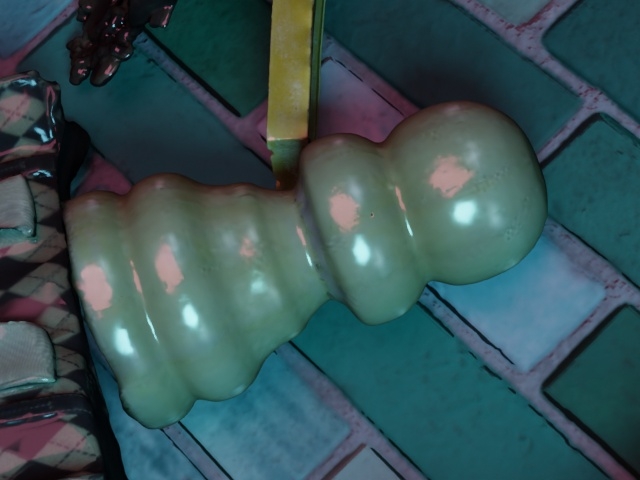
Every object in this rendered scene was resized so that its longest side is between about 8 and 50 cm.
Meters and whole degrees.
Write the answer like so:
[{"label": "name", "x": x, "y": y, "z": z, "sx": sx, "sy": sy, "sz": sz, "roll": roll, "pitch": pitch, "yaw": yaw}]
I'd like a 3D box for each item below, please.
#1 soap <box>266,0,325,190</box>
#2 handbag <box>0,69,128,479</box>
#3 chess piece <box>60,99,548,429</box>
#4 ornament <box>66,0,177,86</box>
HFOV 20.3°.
[{"label": "soap", "x": -0.016, "y": -0.165, "z": 1.400, "sx": 0.037, "sy": 0.092, "sz": 0.252, "roll": 0, "pitch": 63, "yaw": 4}, {"label": "handbag", "x": -0.306, "y": 0.073, "z": 1.345, "sx": 0.317, "sy": 0.180, "sz": 0.416, "roll": -17, "pitch": 54, "yaw": 0}, {"label": "chess piece", "x": 0.000, "y": 0.000, "z": 1.275, "sx": 0.330, "sy": 0.182, "sz": 0.182, "roll": -20, "pitch": 59, "yaw": 3}, {"label": "ornament", "x": -0.129, "y": -0.253, "z": 1.439, "sx": 0.251, "sy": 0.106, "sz": 0.260, "roll": -9, "pitch": 56, "yaw": 53}]
